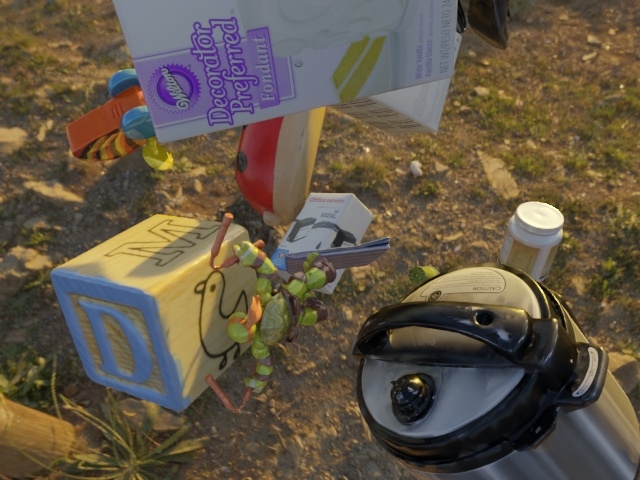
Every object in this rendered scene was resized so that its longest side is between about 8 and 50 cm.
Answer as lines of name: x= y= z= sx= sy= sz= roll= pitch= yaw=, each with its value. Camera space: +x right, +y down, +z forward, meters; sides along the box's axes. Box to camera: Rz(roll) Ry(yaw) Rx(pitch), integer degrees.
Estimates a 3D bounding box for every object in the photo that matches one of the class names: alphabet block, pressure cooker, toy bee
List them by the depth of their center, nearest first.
alphabet block: x=-0.220 y=0.090 z=0.749 sx=0.193 sy=0.192 sz=0.197 roll=9 pitch=30 yaw=28
pressure cooker: x=0.270 y=0.244 z=0.855 sx=0.370 sy=0.420 sz=0.375 roll=-38 pitch=24 yaw=14
toy bee: x=-0.271 y=-0.212 z=0.889 sx=0.298 sy=0.162 sz=0.195 roll=-7 pitch=81 yaw=25

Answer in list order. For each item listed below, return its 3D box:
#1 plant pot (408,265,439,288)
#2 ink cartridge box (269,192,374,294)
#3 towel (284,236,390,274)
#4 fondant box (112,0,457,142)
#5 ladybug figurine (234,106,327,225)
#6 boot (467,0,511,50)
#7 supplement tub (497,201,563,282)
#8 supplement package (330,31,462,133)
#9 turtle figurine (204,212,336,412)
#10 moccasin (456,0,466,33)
plant pot: x=0.289 y=0.106 z=1.496 sx=0.083 sy=0.079 sz=0.083 roll=-11 pitch=70 yaw=32
ink cartridge box: x=0.000 y=0.000 z=1.716 sx=0.223 sy=0.129 sz=0.307 roll=7 pitch=61 yaw=50
towel: x=0.031 y=0.041 z=1.313 sx=0.243 sy=0.336 sz=0.040 roll=-7 pitch=81 yaw=-4
fondant box: x=-0.031 y=-0.253 z=0.513 sx=0.330 sy=0.238 sz=0.096 roll=-15 pitch=38 yaw=-9
ladybug figurine: x=-0.079 y=-0.240 z=1.146 sx=0.161 sy=0.305 sz=0.450 roll=12 pitch=63 yaw=-2
boot: x=0.384 y=-0.526 z=1.005 sx=0.229 sy=0.263 sz=0.091 roll=-44 pitch=51 yaw=1
supplement tub: x=0.587 y=0.008 z=1.464 sx=0.144 sy=0.200 sz=0.144 roll=1 pitch=40 yaw=0
supplement package: x=0.128 y=-0.328 z=0.994 sx=0.149 sy=0.203 sz=0.194 roll=14 pitch=89 yaw=55
turtle figurine: x=-0.058 y=0.083 z=0.714 sx=0.087 sy=0.270 sz=0.217 roll=6 pitch=16 yaw=32
moccasin: x=0.250 y=-0.565 z=1.061 sx=0.116 sy=0.342 sz=0.138 roll=9 pitch=70 yaw=20
